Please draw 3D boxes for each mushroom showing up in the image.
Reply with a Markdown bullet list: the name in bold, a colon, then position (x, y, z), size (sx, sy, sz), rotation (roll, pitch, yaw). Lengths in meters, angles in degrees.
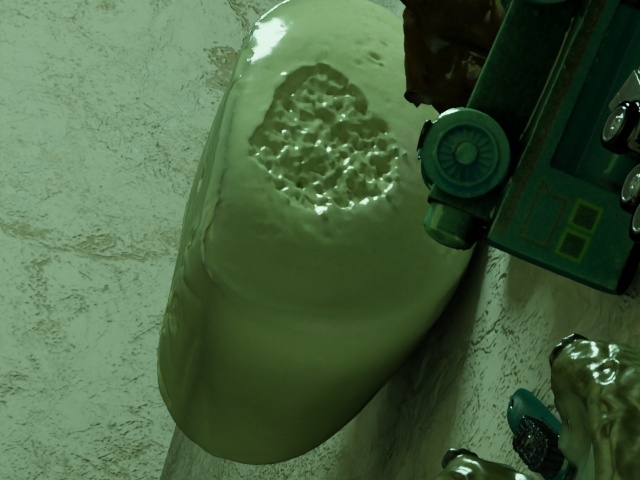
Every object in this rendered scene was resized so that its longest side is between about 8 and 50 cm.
- **mushroom**: position (0.152, 0.207, 1.051), size (0.267, 0.189, 0.164), rotation (-46, 25, -2)

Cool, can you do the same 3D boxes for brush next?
- **brush**: position (0.167, 0.152, 1.478), size (0.193, 0.032, 0.043), rotation (-125, 56, -76)

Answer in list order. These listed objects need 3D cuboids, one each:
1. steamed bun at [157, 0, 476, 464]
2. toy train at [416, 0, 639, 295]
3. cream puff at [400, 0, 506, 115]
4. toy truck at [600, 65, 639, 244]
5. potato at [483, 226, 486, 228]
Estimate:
- **steamed bun**: position (0.000, 0.000, 1.957), size (0.371, 0.290, 0.455), rotation (117, 166, -55)
- **toy train**: position (0.197, -0.115, 1.423), size (0.120, 0.194, 0.298), rotation (41, -108, -85)
- **cream puff**: position (0.171, -0.187, 1.615), size (0.155, 0.241, 0.269), rotation (-39, -23, -31)
- **toy truck**: position (0.265, -0.061, 1.198), size (0.125, 0.101, 0.242), rotation (-60, 16, 24)
- **potato**: position (0.175, -0.079, 1.753), size (0.105, 0.085, 0.188), rotation (-50, 16, 50)
